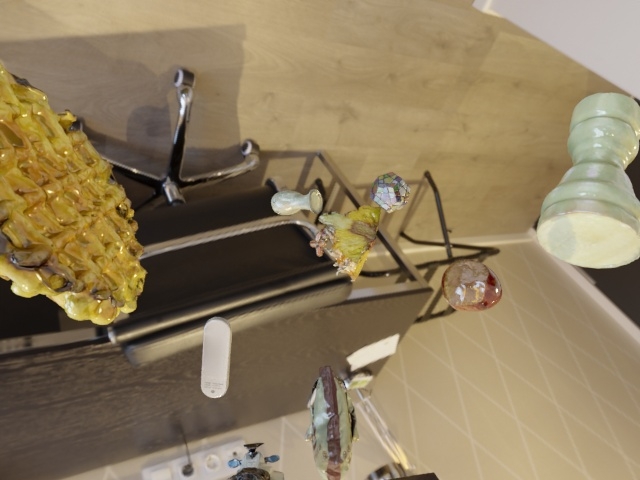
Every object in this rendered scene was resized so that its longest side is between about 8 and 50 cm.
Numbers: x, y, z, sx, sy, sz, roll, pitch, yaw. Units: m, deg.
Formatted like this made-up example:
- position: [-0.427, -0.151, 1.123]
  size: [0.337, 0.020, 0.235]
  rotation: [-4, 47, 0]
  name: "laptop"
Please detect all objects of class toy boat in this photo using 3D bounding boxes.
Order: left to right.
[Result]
- position: [-0.139, 0.487, 0.946]
  size: [0.141, 0.141, 0.269]
  rotation: [-31, 179, -1]
  name: "toy boat"

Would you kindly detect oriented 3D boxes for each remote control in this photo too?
- position: [-0.290, 0.326, 1.329]
  size: [0.077, 0.022, 0.245]
  rotation: [7, 107, 1]
  name: "remote control"

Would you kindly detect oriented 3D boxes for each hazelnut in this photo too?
- position: [0.388, 0.123, 1.237]
  size: [0.143, 0.154, 0.143]
  rotation: [-21, 116, -53]
  name: "hazelnut"

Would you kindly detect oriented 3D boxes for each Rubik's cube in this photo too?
- position: [0.188, -0.130, 1.298]
  size: [0.111, 0.093, 0.111]
  rotation: [-4, 96, -38]
  name: "Rubik's cube"

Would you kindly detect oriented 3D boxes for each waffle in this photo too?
- position: [-0.390, -0.062, 0.706]
  size: [0.095, 0.382, 0.379]
  rotation: [-24, 150, 6]
  name: "waffle"

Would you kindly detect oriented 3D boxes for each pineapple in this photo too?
- position: [0.064, 0.009, 1.305]
  size: [0.164, 0.250, 0.140]
  rotation: [12, 135, 6]
  name: "pineapple"

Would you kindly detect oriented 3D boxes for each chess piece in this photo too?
- position: [0.711, -0.166, 1.232]
  size: [0.442, 0.234, 0.234]
  rotation: [-64, 153, -28]
  name: "chess piece"

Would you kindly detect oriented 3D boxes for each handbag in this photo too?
- position: [0.026, 0.455, 1.152]
  size: [0.127, 0.235, 0.213]
  rotation: [-6, 136, 0]
  name: "handbag"

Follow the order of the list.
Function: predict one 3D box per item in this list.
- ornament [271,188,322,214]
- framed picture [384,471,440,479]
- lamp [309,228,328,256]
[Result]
- position: [-0.073, -0.111, 1.399]
  size: [0.081, 0.156, 0.075]
  rotation: [-35, 117, -47]
  name: "ornament"
- position: [0.172, 0.509, 0.919]
  size: [0.168, 0.128, 0.023]
  rotation: [-1, 106, -16]
  name: "framed picture"
- position: [0.000, 0.000, 1.418]
  size: [0.031, 0.063, 0.083]
  rotation: [-6, 136, -34]
  name: "lamp"
